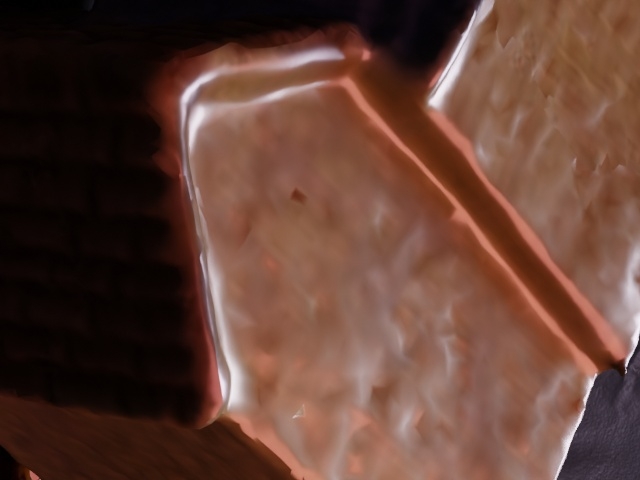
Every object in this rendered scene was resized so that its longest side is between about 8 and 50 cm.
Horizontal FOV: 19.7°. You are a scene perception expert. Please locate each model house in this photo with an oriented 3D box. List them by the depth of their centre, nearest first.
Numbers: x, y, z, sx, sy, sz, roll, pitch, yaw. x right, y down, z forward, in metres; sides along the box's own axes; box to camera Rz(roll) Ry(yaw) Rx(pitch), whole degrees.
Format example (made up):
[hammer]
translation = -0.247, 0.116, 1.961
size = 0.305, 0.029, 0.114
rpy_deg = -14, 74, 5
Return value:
[model house]
translation = -0.036, -0.046, 0.668
size = 0.266, 0.261, 0.321
rpy_deg = 47, 59, -43

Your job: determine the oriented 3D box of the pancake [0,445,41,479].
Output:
[pancake]
translation = -0.124, 0.075, 0.815
size = 0.212, 0.056, 0.257
rpy_deg = -39, 126, -49
